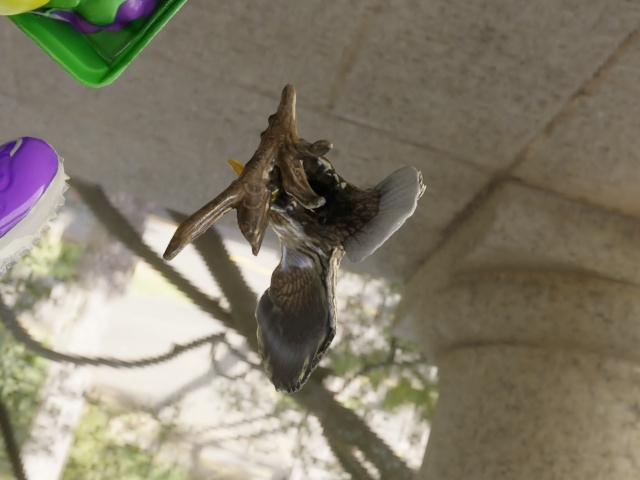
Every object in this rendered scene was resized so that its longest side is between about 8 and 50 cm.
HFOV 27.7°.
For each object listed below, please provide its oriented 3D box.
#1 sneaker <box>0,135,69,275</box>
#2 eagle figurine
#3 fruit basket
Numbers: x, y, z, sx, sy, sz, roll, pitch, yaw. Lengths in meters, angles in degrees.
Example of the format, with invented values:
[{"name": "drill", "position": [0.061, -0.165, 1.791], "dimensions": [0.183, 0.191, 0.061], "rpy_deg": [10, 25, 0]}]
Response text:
[{"name": "sneaker", "position": [-0.290, -0.012, 0.827], "dimensions": [0.102, 0.293, 0.146], "rpy_deg": [-11, 117, 46]}, {"name": "eagle figurine", "position": [-0.005, -0.008, 1.226], "dimensions": [0.226, 0.225, 0.298], "rpy_deg": [-20, 145, 7]}, {"name": "fruit basket", "position": [-0.298, -0.346, 1.336], "dimensions": [0.392, 0.283, 0.392], "rpy_deg": [40, 173, 6]}]
